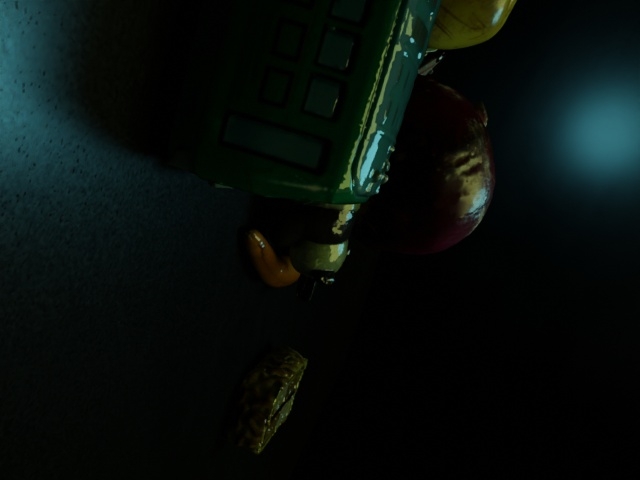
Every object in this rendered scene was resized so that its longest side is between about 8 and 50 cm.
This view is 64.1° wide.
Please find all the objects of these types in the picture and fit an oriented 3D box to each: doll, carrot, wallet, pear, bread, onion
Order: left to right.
[{"bbox_3d":[-0.113,0.334,1.107,0.222,0.095,0.182,-27,135,-71],"label":"bread"},{"bbox_3d":[-0.082,0.040,0.857,0.066,0.062,0.271,-38,165,3],"label":"carrot"},{"bbox_3d":[-0.005,-0.048,0.821,0.143,0.134,0.235,-35,138,-75],"label":"doll"},{"bbox_3d":[0.000,0.000,1.092,0.318,0.045,0.173,-70,174,-73],"label":"wallet"},{"bbox_3d":[0.194,-0.164,0.965,0.385,0.347,0.348,-32,150,-26],"label":"onion"},{"bbox_3d":[0.244,-0.499,0.960,0.280,0.280,0.281,20,90,-79],"label":"pear"}]

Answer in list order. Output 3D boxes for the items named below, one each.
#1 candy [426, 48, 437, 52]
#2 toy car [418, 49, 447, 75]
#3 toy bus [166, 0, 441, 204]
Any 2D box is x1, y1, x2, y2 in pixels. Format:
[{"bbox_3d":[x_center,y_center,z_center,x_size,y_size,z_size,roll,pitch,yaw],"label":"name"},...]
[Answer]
[{"bbox_3d":[0.167,-0.390,1.064,0.193,0.062,0.058,-15,144,-24],"label":"candy"},{"bbox_3d":[0.189,-0.388,1.149,0.209,0.089,0.108,-37,167,-20],"label":"toy car"},{"bbox_3d":[0.002,-0.199,0.486,0.183,0.199,0.344,-20,127,-75],"label":"toy bus"}]
